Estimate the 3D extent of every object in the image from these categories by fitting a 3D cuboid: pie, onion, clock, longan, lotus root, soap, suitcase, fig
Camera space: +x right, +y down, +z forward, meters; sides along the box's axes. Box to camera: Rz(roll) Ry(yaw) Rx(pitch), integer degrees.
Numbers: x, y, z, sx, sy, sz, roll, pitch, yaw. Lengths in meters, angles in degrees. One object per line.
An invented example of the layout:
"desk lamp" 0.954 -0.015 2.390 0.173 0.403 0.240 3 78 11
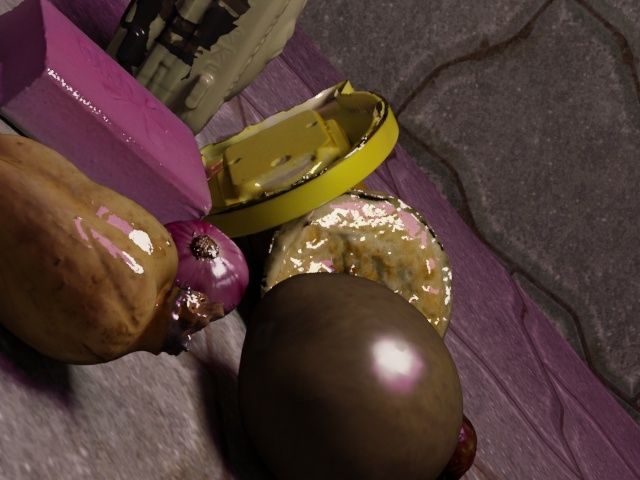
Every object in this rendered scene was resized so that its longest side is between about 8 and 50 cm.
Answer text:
"pie" 0.046 0.068 1.725 0.274 0.274 0.055 49 -27 -16
"onion" -0.132 0.033 1.493 0.115 0.104 0.115 9 59 -15
"clock" -0.037 -0.083 1.715 0.293 0.277 0.071 -95 160 -68
"longan" 0.023 0.145 1.437 0.248 0.248 0.248 49 13 -16
"lotus root" -0.206 0.011 1.179 0.257 0.140 0.154 41 27 -4
"soap" -0.236 -0.130 1.570 0.259 0.081 0.181 43 16 -34
"suitcase" -0.119 -0.315 1.878 0.194 0.351 0.339 34 14 -7
"fig" 0.122 0.238 1.823 0.155 0.109 0.103 28 31 15

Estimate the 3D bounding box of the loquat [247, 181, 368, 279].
"loquat" 0.000 0.000 1.839 0.227 0.179 0.179 66 14 6
